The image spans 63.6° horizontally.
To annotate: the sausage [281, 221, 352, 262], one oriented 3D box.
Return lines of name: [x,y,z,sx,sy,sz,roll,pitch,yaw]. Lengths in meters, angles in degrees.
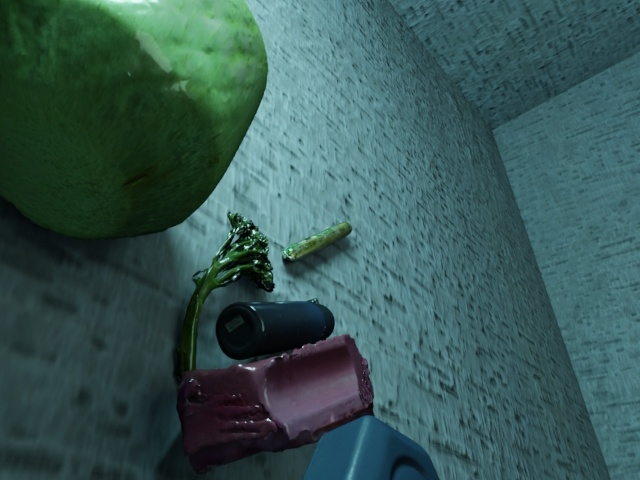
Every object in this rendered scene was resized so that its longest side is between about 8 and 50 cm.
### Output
sausage: [0.000,0.000,0.987,0.269,0.033,0.033,-25,88,-59]

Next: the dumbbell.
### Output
dumbbell: [-0.045,0.272,0.435,0.143,0.316,0.156,13,50,-57]

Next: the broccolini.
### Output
broccolini: [-0.128,0.088,0.724,0.123,0.062,0.271,40,44,-25]

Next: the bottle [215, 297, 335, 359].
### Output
bottle: [-0.051,0.126,0.747,0.244,0.072,0.082,10,56,-65]

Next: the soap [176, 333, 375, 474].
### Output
soap: [-0.047,0.193,0.629,0.289,0.182,0.112,2,66,-50]

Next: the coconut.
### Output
coconut: [-0.206,-0.169,0.564,0.328,0.281,0.328,0,90,-74]
